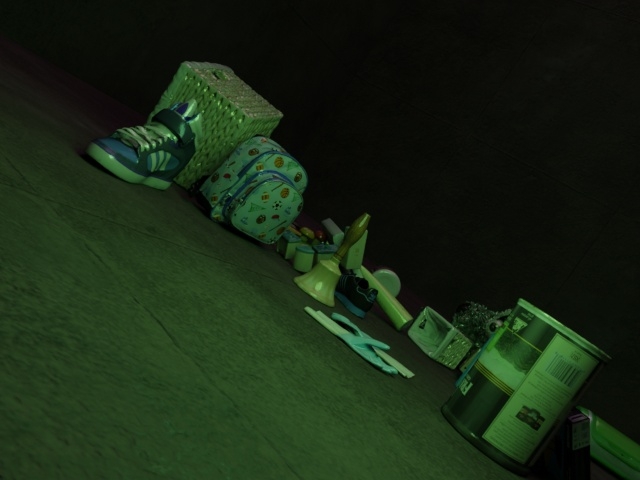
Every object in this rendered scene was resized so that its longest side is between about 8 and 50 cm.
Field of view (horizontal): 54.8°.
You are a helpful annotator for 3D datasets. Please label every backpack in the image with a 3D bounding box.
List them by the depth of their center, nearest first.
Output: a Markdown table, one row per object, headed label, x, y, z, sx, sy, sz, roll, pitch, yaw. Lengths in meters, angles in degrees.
| label | x | y | z | sx | sy | sz | roll | pitch | yaw |
| --- | --- | --- | --- | --- | --- | --- | --- | --- | --- |
| backpack | -0.169 | -0.139 | 1.679 | 0.213 | 0.263 | 0.276 | 38 | 5 | 36 |

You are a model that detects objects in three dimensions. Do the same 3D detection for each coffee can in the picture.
| label | x | y | z | sx | sy | sz | roll | pitch | yaw |
| --- | --- | --- | --- | --- | --- | --- | --- | --- | --- |
| coffee can | 0.398 | 0.282 | 1.208 | 0.201 | 0.275 | 0.201 | 34 | 4 | -3 |

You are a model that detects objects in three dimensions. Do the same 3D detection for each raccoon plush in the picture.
| label | x | y | z | sx | sy | sz | roll | pitch | yaw |
| --- | --- | --- | --- | --- | --- | --- | --- | --- | --- |
| raccoon plush | 0.622 | 0.303 | 1.975 | 0.299 | 0.216 | 0.446 | -3 | -4 | 42 |

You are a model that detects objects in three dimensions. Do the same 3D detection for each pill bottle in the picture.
| label | x | y | z | sx | sy | sz | roll | pitch | yaw |
| --- | --- | --- | --- | --- | --- | --- | --- | --- | --- |
| pill bottle | 0.235 | 0.157 | 2.328 | 0.121 | 0.121 | 0.221 | 34 | 5 | 1 |

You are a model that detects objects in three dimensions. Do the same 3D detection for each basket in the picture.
| label | x | y | z | sx | sy | sz | roll | pitch | yaw |
| --- | --- | --- | --- | --- | --- | --- | --- | --- | --- |
| basket | 0.358 | 0.292 | 1.847 | 0.103 | 0.113 | 0.167 | 34 | 4 | -26 |
| basket | -0.339 | -0.337 | 1.907 | 0.266 | 0.331 | 0.328 | 40 | 19 | 3 |

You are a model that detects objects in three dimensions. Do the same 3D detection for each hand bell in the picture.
| label | x | y | z | sx | sy | sz | roll | pitch | yaw |
| --- | --- | --- | --- | --- | --- | --- | --- | --- | --- |
| hand bell | 0.048 | 0.033 | 1.545 | 0.126 | 0.242 | 0.126 | 34 | 5 | -4 |

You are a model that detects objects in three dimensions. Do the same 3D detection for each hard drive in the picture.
| label | x | y | z | sx | sy | sz | roll | pitch | yaw |
| --- | --- | --- | --- | --- | --- | --- | --- | --- | --- |
| hard drive | 0.078 | 0.059 | 2.036 | 0.353 | 0.047 | 0.233 | -119 | -174 | -79 |

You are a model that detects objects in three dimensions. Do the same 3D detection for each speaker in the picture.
| label | x | y | z | sx | sy | sz | roll | pitch | yaw |
| --- | --- | --- | --- | --- | --- | --- | --- | --- | --- |
| speaker | 0.902 | 0.646 | 1.920 | 0.296 | 0.131 | 0.131 | 35 | 5 | 4 |

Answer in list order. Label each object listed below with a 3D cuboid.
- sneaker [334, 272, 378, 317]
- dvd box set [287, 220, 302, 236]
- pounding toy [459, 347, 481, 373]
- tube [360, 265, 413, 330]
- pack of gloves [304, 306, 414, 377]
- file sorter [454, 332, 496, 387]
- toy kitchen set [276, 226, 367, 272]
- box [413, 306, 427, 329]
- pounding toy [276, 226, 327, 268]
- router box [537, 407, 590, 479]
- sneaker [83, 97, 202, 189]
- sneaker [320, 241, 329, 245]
| label | x | y | z | sx | sy | sz | roll | pitch | yaw |
| --- | --- | --- | --- | --- | --- | --- | --- | --- | --- |
| sneaker | 0.079 | 0.126 | 1.738 | 0.081 | 0.090 | 0.232 | 30 | 7 | -41 |
| dvd box set | -0.262 | -0.135 | 2.238 | 0.420 | 0.062 | 0.307 | 33 | 5 | -9 |
| pounding toy | 0.494 | 0.412 | 1.756 | 0.206 | 0.094 | 0.181 | 45 | 2 | 14 |
| tube | 0.190 | 0.169 | 1.905 | 0.062 | 0.070 | 0.240 | -14 | 56 | -44 |
| pack of gloves | 0.097 | 0.207 | 1.328 | 0.232 | 0.046 | 0.195 | 36 | 6 | 25 |
| file sorter | 0.453 | 0.350 | 1.568 | 0.118 | 0.170 | 0.104 | 32 | 7 | -18 |
| toy kitchen set | 0.000 | 0.000 | 1.794 | 0.207 | 0.122 | 0.166 | -2 | 23 | -30 |
| box | 0.526 | 0.390 | 2.291 | 0.293 | 0.073 | 0.295 | 32 | 4 | -33 |
| pounding toy | -0.062 | -0.006 | 2.009 | 0.236 | 0.110 | 0.183 | 35 | 4 | 1 |
| router box | 0.502 | 0.417 | 1.285 | 0.046 | 0.179 | 0.133 | -12 | 18 | -12 |
| sneaker | -0.392 | -0.254 | 1.453 | 0.130 | 0.236 | 0.323 | 35 | 4 | 15 |
| sneaker | 0.054 | 0.057 | 2.558 | 0.188 | 0.067 | 0.078 | 30 | -15 | -29 |
